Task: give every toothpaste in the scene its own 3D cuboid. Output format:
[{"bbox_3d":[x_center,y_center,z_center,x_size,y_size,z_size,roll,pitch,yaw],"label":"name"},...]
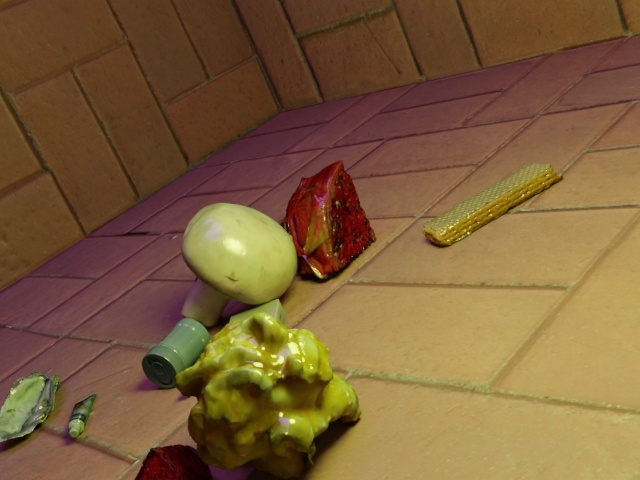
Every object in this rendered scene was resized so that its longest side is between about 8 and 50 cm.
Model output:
[{"bbox_3d":[-0.572,0.415,2.033,0.062,0.037,0.216,-26,14,-1],"label":"toothpaste"}]

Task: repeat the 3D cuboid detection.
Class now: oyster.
[{"bbox_3d":[-0.742,0.416,2.154,0.199,0.087,0.252,-21,24,-19],"label":"oyster"}]

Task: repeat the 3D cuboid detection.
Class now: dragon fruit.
[{"bbox_3d":[-0.251,0.447,1.509,0.161,0.120,0.127,30,10,38],"label":"dragon fruit"},{"bbox_3d":[0.000,0.000,2.305,0.330,0.240,0.302,-35,33,51],"label":"dragon fruit"}]

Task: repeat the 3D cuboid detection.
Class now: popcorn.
[{"bbox_3d":[-0.112,0.252,1.508,0.321,0.290,0.326,-7,47,17],"label":"popcorn"}]

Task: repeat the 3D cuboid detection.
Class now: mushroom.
[{"bbox_3d":[-0.229,0.080,2.154,0.336,0.314,0.314,-60,6,23],"label":"mushroom"}]

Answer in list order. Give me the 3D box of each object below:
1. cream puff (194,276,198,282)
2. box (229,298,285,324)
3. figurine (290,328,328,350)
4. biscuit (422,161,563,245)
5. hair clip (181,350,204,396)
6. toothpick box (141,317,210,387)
[{"bbox_3d":[-0.293,0.107,2.434,0.116,0.094,0.122,-34,-3,-34],"label":"cream puff"},{"bbox_3d":[-0.154,0.207,2.045,0.129,0.051,0.130,-22,19,9],"label":"box"},{"bbox_3d":[-0.065,0.255,1.779,0.178,0.109,0.130,-23,45,4],"label":"figurine"},{"bbox_3d":[0.429,-0.095,2.129,0.378,0.054,0.094,-29,20,-12],"label":"biscuit"},{"bbox_3d":[-0.273,0.288,1.999,0.070,0.039,0.229,-22,18,11],"label":"hair clip"},{"bbox_3d":[-0.343,0.268,2.040,0.101,0.101,0.153,-13,21,32],"label":"toothpick box"}]
